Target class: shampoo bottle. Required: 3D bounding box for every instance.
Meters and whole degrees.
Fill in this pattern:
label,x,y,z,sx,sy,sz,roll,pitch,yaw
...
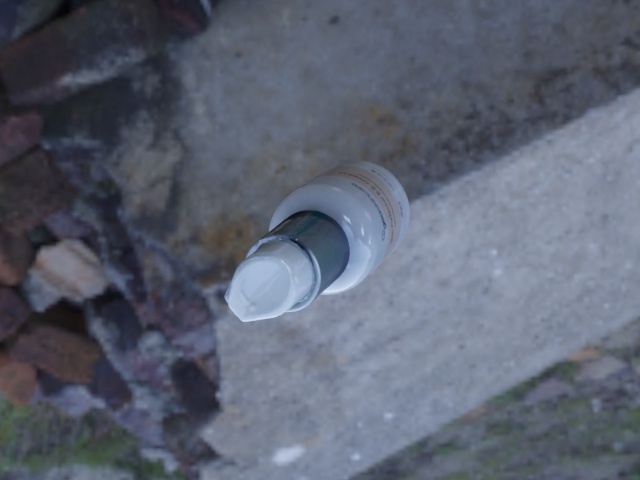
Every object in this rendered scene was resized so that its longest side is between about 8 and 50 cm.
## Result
label,x,y,z,sx,sy,sz,roll,pitch,yaw
shampoo bottle,0.000,0.000,0.811,0.074,0.074,0.192,-13,-171,22
